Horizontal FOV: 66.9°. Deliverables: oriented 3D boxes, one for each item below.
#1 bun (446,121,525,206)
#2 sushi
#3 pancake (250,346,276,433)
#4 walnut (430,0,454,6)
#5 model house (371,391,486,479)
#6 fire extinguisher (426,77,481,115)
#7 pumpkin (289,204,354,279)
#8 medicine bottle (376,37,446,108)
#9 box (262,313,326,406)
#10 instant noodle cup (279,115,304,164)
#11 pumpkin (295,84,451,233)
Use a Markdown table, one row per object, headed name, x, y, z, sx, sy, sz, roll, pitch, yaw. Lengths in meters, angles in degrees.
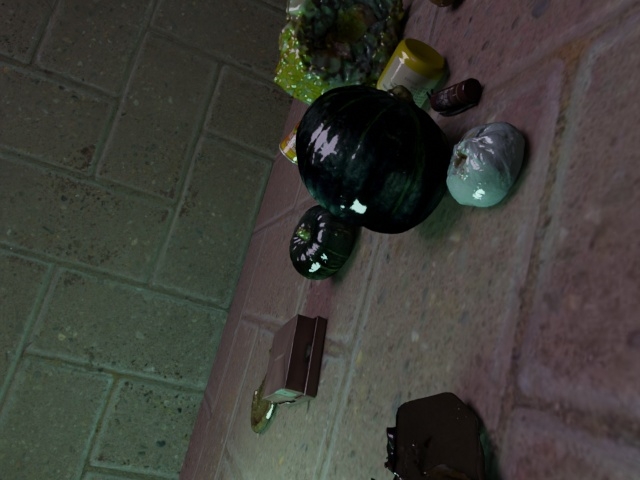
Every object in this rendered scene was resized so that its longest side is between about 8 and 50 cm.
| name | x | y | z | sx | sy | sz | roll | pitch | yaw |
| --- | --- | --- | --- | --- | --- | --- | --- | --- | --- |
| bun | 0.246 | -0.122 | 0.754 | 0.141 | 0.083 | 0.141 | -161 | 90 | -77 |
| sushi | 0.041 | -0.604 | 1.476 | 0.240 | 0.351 | 0.397 | 170 | 119 | -72 |
| pancake | -0.169 | 0.469 | 1.571 | 0.288 | 0.033 | 0.286 | 124 | 157 | -44 |
| walnut | 0.291 | -0.603 | 1.117 | 0.125 | 0.105 | 0.105 | -68 | 16 | -1 |
| model house | 0.135 | 0.316 | 0.624 | 0.203 | 0.140 | 0.164 | -59 | -25 | -57 |
| fire extinguisher | 0.259 | -0.282 | 0.961 | 0.064 | 0.043 | 0.158 | 67 | 169 | -10 |
| pumpkin | 0.000 | 0.001 | 1.308 | 0.211 | 0.151 | 0.212 | -165 | 90 | -70 |
| medicine bottle | 0.186 | -0.344 | 1.128 | 0.122 | 0.121 | 0.213 | -87 | 21 | -43 |
| box | -0.074 | 0.326 | 1.316 | 0.215 | 0.086 | 0.215 | 135 | 149 | -56 |
| instant noodle cup | -0.054 | -0.423 | 1.988 | 0.185 | 0.168 | 0.169 | -51 | 25 | 32 |
| pumpkin | 0.105 | -0.170 | 0.906 | 0.315 | 0.314 | 0.239 | -96 | 27 | -56 |
